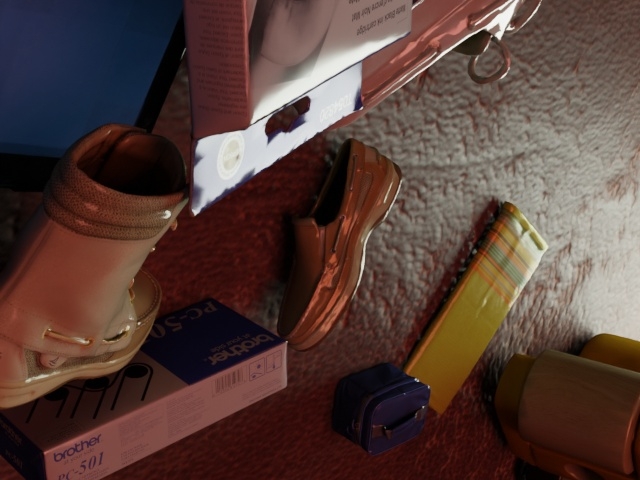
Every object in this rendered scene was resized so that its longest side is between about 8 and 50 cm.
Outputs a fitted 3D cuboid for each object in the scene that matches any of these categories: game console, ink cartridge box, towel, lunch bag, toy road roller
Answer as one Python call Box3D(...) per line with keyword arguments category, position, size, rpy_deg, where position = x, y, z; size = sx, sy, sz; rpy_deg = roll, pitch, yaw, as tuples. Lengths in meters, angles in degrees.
Box3D(category="game console", position=(-0.128, -0.116, 0.499), size=(0.173, 0.250, 0.293), rpy_deg=(17, 115, -23))
Box3D(category="ink cartridge box", position=(-0.003, -0.148, 0.554), size=(0.223, 0.045, 0.224), rpy_deg=(-41, 140, -51))
Box3D(category="towel", position=(0.170, 0.075, 1.058), size=(0.102, 0.021, 0.237), rpy_deg=(42, 78, -42))
Box3D(category="lunch bag", position=(0.062, 0.171, 0.954), size=(0.098, 0.065, 0.067), rpy_deg=(-15, 119, -42))
Box3D(category="toy road roller", position=(0.375, 0.208, 1.205), size=(0.240, 0.203, 0.329), rpy_deg=(-61, 145, -24))
Box3D(category="ink cartridge box", position=(-0.133, 0.109, 0.699), size=(0.207, 0.097, 0.046), rpy_deg=(-21, 122, -39))

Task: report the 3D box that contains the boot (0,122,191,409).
Box3D(category="boot", position=(-0.130, 0.007, 0.592), size=(0.165, 0.077, 0.213), rpy_deg=(-55, 171, 17))

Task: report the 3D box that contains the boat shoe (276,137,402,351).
Box3D(category="boat shoe", position=(0.000, 0.000, 0.819), size=(0.072, 0.068, 0.190), rpy_deg=(33, 74, -36))

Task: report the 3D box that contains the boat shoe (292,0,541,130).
Box3D(category="boat shoe", position=(0.116, -0.206, 0.781), size=(0.367, 0.136, 0.156), rpy_deg=(-41, 133, -21))
